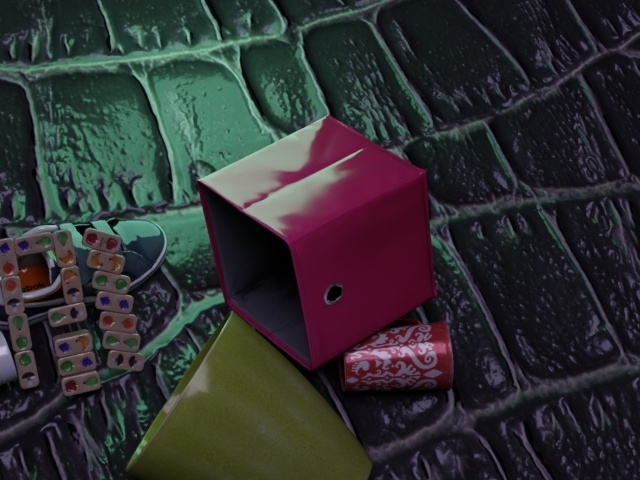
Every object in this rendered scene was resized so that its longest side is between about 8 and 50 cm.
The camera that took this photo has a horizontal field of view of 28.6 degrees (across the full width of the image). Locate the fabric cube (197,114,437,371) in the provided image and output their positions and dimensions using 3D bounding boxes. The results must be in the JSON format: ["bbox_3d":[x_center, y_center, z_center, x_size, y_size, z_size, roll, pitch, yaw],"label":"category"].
[{"bbox_3d":[0.000,0.000,1.963,0.258,0.254,0.259,-28,40,-26],"label":"fabric cube"}]

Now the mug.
[{"bbox_3d":[0.114,0.188,2.005,0.169,0.150,0.113,-5,94,-7],"label":"mug"}]

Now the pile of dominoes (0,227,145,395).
[{"bbox_3d":[-0.377,0.106,1.914,0.196,0.040,0.251,-12,100,-18],"label":"pile of dominoes"}]

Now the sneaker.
[{"bbox_3d":[-0.385,0.035,2.004,0.321,0.127,0.126,-26,63,-25],"label":"sneaker"}]

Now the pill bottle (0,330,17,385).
[{"bbox_3d":[-0.558,0.204,1.873,0.194,0.108,0.108,-20,62,-20],"label":"pill bottle"}]

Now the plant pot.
[{"bbox_3d":[-0.084,0.296,1.816,0.293,0.275,0.274,34,57,-4],"label":"plant pot"}]
